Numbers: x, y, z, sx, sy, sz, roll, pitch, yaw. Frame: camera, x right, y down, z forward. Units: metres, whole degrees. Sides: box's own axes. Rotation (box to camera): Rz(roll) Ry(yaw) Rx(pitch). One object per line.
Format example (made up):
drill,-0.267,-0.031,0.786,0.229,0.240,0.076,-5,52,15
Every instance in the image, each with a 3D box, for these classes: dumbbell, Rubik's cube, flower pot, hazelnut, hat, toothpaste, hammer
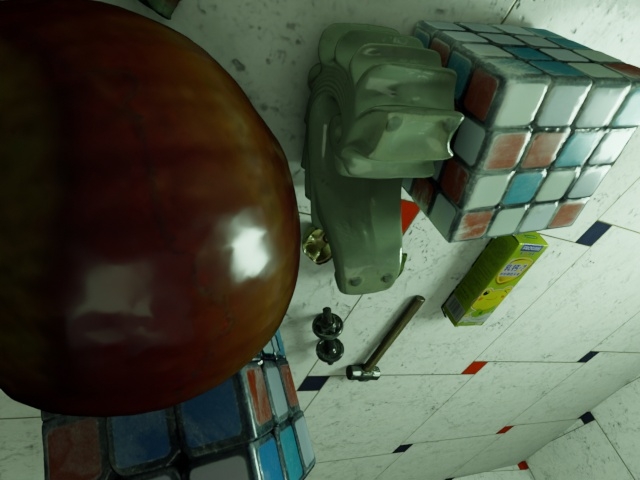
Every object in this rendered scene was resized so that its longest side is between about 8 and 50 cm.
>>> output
dumbbell,0.022,0.257,1.062,0.082,0.081,0.254,-13,134,-10
Rubik's cube,0.279,-0.178,0.641,0.259,0.256,0.253,-5,132,-18
flower pot,0.062,-0.115,0.620,0.165,0.254,0.367,-5,133,-17
hazelnut,-0.203,-0.036,0.439,0.402,0.429,0.402,-21,177,-1
hat,0.000,0.000,0.836,0.077,0.059,0.076,-42,116,11
toothpaste,0.461,0.106,1.093,0.110,0.077,0.327,5,129,-24
Rubik's cube,-0.236,0.330,0.753,0.362,0.358,0.363,-15,164,2
hammer,0.199,0.295,1.198,0.111,0.043,0.365,11,123,-27

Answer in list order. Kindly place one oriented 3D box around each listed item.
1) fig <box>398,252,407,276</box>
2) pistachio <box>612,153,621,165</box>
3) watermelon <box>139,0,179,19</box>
fig,0.148,0.052,0.915,0.178,0.117,0.117,-1,132,-34
pistachio,0.568,-0.203,0.842,0.108,0.126,0.185,5,152,35
watermelon,-0.165,-0.337,0.429,0.202,0.136,0.207,-12,149,-2
